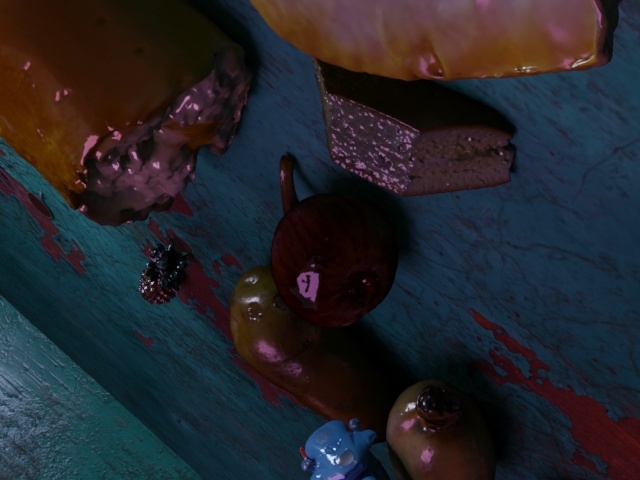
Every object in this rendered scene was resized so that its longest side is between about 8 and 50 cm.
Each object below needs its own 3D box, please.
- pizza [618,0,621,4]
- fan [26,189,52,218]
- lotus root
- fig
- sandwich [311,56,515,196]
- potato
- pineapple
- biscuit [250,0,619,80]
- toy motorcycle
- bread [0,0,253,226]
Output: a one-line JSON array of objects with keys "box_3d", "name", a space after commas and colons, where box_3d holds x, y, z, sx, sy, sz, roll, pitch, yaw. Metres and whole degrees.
[{"box_3d": [0.163, -0.269, 0.612, 0.188, 0.062, 0.199, 47, 149, 26], "name": "pizza"}, {"box_3d": [-0.651, -0.090, 2.080, 0.085, 0.005, 0.133, 45, 155, -2], "name": "fan"}, {"box_3d": [0.183, 0.303, 1.346, 0.169, 0.151, 0.343, 44, 159, 35], "name": "lotus root"}, {"box_3d": [0.001, 0.008, 1.163, 0.207, 0.175, 0.175, 38, 158, 44], "name": "fig"}, {"box_3d": [0.073, -0.122, 0.926, 0.258, 0.096, 0.094, 28, 145, 23], "name": "sandwich"}, {"box_3d": [-0.008, 0.198, 1.455, 0.369, 0.176, 0.195, 44, 128, -12], "name": "potato"}, {"box_3d": [-0.309, 0.074, 1.752, 0.083, 0.103, 0.221, 11, 156, -13], "name": "pineapple"}, {"box_3d": [0.030, -0.312, 0.622, 0.446, 0.104, 0.429, 4, 121, 55], "name": "biscuit"}, {"box_3d": [0.052, 0.365, 1.386, 0.182, 0.123, 0.272, 50, 169, 10], "name": "toy motorcycle"}, {"box_3d": [-0.319, -0.213, 1.149, 0.394, 0.250, 0.361, 43, 153, 2], "name": "bread"}]
